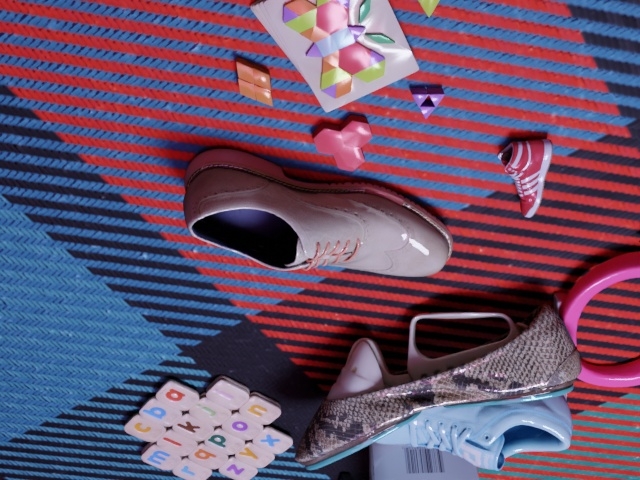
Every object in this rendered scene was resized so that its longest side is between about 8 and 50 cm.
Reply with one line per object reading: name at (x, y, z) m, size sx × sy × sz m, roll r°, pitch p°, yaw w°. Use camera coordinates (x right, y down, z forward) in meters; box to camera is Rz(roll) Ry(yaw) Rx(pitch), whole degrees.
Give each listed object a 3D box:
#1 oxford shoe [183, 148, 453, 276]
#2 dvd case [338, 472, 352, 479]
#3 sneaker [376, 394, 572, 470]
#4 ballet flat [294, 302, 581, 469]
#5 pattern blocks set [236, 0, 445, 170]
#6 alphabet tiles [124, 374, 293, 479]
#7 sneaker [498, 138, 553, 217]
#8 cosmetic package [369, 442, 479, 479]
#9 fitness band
oxford shoe at (0.000, 0.000, 1.077) m, size 0.396 × 0.147 × 0.141 m, roll 12°, pitch 127°, yaw -11°
dvd case at (0.049, 0.610, 1.557) m, size 0.022 × 0.180 × 0.253 m, roll -2°, pitch 131°, yaw -18°
sneaker at (0.249, 0.320, 1.340) m, size 0.365 × 0.150 × 0.135 m, roll -11°, pitch 128°, yaw 8°
ballet flat at (0.162, 0.213, 1.255) m, size 0.482 × 0.164 × 0.182 m, roll -20°, pitch 89°, yaw 12°
pattern blocks set at (0.022, -0.248, 0.953) m, size 0.285 × 0.026 × 0.325 m, roll -36°, pitch 121°, yaw 25°
alphabet tiles at (-0.204, 0.354, 1.445) m, size 0.277 × 0.021 × 0.284 m, roll 31°, pitch 123°, yaw -24°
sneaker at (0.274, -0.086, 1.079) m, size 0.066 × 0.042 × 0.119 m, roll 1°, pitch 122°, yaw -6°
cosmetic package at (0.191, 0.529, 1.507) m, size 0.196 × 0.155 × 0.366 m, roll -2°, pitch 130°, yaw 0°
fitness band at (0.485, 0.137, 1.258) m, size 0.208 × 0.054 × 0.291 m, roll -11°, pitch 130°, yaw 8°
